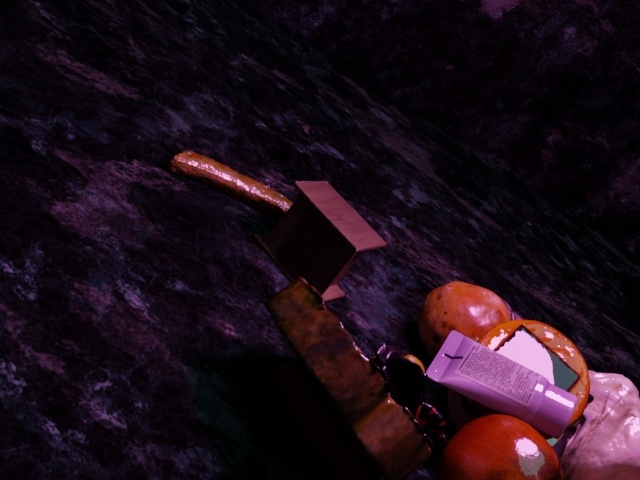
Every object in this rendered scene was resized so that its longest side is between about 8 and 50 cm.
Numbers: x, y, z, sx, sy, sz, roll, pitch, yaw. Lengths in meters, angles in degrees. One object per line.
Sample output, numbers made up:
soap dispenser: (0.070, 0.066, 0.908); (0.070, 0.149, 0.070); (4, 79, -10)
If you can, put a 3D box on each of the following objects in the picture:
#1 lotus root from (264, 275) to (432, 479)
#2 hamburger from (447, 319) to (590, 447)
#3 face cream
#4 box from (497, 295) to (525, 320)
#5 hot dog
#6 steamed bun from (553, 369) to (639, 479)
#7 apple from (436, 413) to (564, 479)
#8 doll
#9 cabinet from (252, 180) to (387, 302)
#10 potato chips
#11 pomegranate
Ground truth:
lotus root: (0.042, 0.241, 1.586); (0.390, 0.111, 0.375); (54, -3, -11)
hamburger: (0.405, 0.320, 1.899); (0.291, 0.225, 0.290); (7, 57, -10)
face cream: (0.348, 0.277, 1.729); (0.274, 0.096, 0.154); (27, 43, 14)
box: (0.444, 0.226, 2.276); (0.135, 0.151, 0.151); (28, 26, -40)
hot dog: (0.008, 0.336, 1.576); (0.289, 0.068, 0.083); (54, -7, 27)
steamed bun: (0.588, 0.421, 2.026); (0.206, 0.275, 0.320); (17, -6, -17)
apple: (0.330, 0.438, 1.641); (0.230, 0.230, 0.230); (31, 26, -17)
doll: (0.161, 0.290, 1.714); (0.248, 0.127, 0.088); (58, 16, -23)
cabinet: (0.000, 0.000, 2.009); (0.215, 0.174, 0.148); (47, 26, 19)
potato chips: (-0.172, -0.112, 2.102); (0.407, 0.057, 0.080); (27, 40, -25)
pomegranate: (0.335, 0.192, 2.099); (0.215, 0.215, 0.215); (31, 26, -17)
